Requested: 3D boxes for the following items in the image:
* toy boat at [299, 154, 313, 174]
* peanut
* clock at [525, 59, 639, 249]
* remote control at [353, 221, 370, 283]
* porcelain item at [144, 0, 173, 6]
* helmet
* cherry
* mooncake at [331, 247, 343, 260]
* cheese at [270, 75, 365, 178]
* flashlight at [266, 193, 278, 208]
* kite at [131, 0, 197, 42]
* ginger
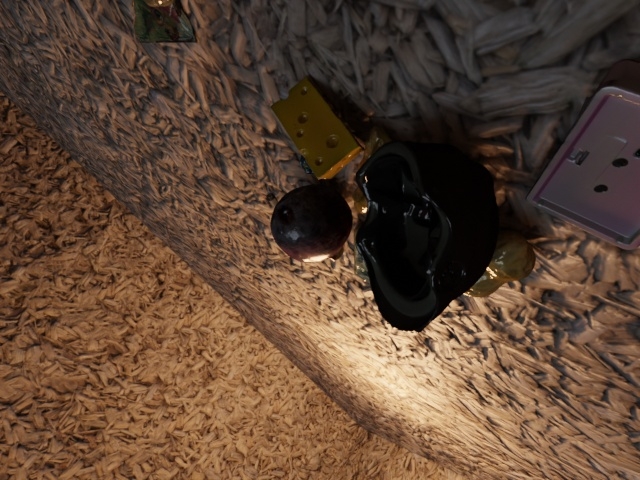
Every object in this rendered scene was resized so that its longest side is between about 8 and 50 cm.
[{"bbox_3d":[-0.008,-0.174,0.848,0.060,0.060,0.137,46,153,-12],"label":"toy boat"},{"bbox_3d":[0.307,0.044,0.725,0.098,0.103,0.229,39,157,8],"label":"peanut"},{"bbox_3d":[0.360,-0.092,0.475,0.150,0.063,0.197,31,153,19],"label":"clock"},{"bbox_3d":[0.132,0.045,1.042,0.098,0.038,0.233,30,154,23],"label":"remote control"},{"bbox_3d":[-0.233,-0.458,0.697,0.216,0.069,0.081,14,142,30],"label":"porcelain item"},{"bbox_3d":[0.179,-0.015,0.651,0.225,0.177,0.304,33,133,59],"label":"helmet"},{"bbox_3d":[-0.027,-0.039,0.931,0.195,0.195,0.195,32,153,18],"label":"cherry"},{"bbox_3d":[0.000,0.000,1.110,0.125,0.073,0.129,22,151,30],"label":"mooncake"},{"bbox_3d":[-0.009,-0.206,0.731,0.171,0.093,0.126,53,-165,1],"label":"cheese"},{"bbox_3d":[-0.132,-0.102,1.184,0.018,0.018,0.083,15,145,45],"label":"flashlight"},{"bbox_3d":[-0.358,-0.510,0.840,0.268,0.013,0.323,40,153,-3],"label":"kite"},{"bbox_3d":[0.123,-0.111,0.755,0.115,0.081,0.205,35,151,20],"label":"ginger"}]
